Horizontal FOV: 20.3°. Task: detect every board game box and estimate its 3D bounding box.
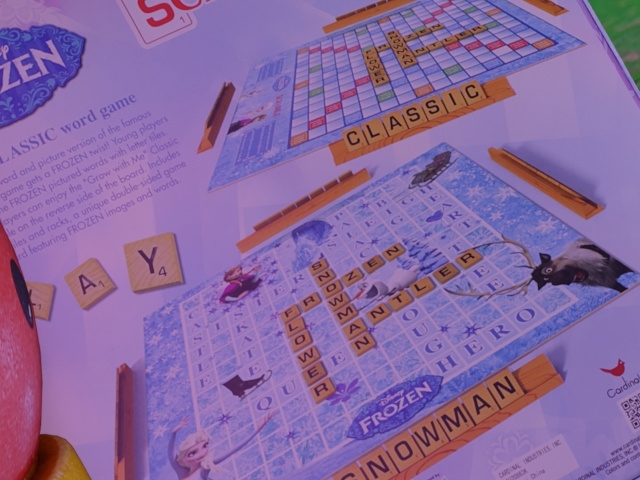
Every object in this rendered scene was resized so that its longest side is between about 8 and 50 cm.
[{"bbox_3d":[0.000,0.000,0.782,0.318,0.066,0.318,-26,83,-17],"label":"board game box"}]

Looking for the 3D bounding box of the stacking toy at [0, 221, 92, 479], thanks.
[{"bbox_3d":[-0.188,0.116,0.631,0.350,0.350,0.480,-38,104,-18],"label":"stacking toy"}]
